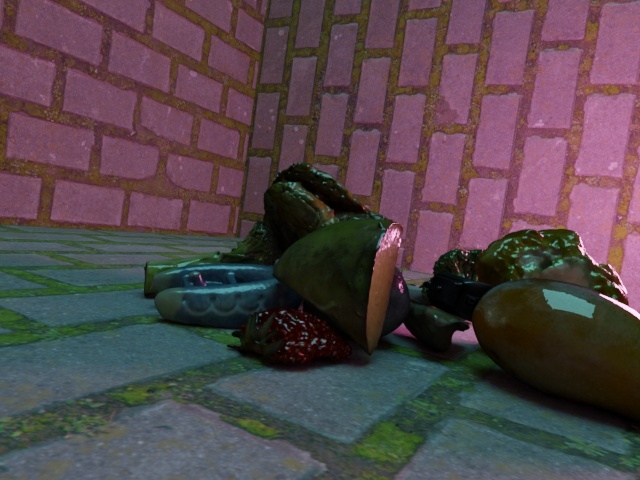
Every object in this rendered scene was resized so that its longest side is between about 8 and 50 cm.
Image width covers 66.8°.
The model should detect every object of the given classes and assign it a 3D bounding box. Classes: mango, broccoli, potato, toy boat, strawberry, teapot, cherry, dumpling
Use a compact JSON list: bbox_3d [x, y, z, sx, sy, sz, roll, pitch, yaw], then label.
[{"bbox_3d":[0.442,0.182,0.827,0.221,0.199,0.384,13,11,-44],"label":"mango"},{"bbox_3d":[0.465,0.149,1.530,0.269,0.261,0.241,48,31,-3],"label":"broccoli"},{"bbox_3d":[0.005,0.063,0.943,0.255,0.269,0.112,2,-31,29],"label":"potato"},{"bbox_3d":[-0.193,0.096,1.065,0.330,0.123,0.215,5,12,-19],"label":"toy boat"},{"bbox_3d":[-0.043,0.160,0.863,0.167,0.087,0.208,9,1,41],"label":"strawberry"},{"bbox_3d":[0.277,0.113,1.030,0.096,0.087,0.177,18,0,-25],"label":"teapot"},{"bbox_3d":[0.090,0.123,1.058,0.266,0.184,0.213,-14,0,-11],"label":"cherry"},{"bbox_3d":[0.248,0.192,1.103,0.166,0.086,0.332,26,-1,-8],"label":"dumpling"},{"bbox_3d":[-0.256,0.067,1.233,0.252,0.221,0.361,1,8,43],"label":"broccoli"}]

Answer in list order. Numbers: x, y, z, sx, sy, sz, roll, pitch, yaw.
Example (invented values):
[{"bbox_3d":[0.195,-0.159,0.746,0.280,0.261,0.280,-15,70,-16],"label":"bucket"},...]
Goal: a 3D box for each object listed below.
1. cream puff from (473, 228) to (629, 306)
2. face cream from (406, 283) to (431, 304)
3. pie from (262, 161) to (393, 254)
[{"bbox_3d":[0.512,0.124,1.131,0.323,0.274,0.270,2,42,3],"label":"cream puff"},{"bbox_3d":[0.323,0.184,1.649,0.269,0.073,0.107,8,13,-40],"label":"face cream"},{"bbox_3d":[-0.013,0.005,1.318,0.395,0.180,0.418,37,-31,15],"label":"pie"}]
